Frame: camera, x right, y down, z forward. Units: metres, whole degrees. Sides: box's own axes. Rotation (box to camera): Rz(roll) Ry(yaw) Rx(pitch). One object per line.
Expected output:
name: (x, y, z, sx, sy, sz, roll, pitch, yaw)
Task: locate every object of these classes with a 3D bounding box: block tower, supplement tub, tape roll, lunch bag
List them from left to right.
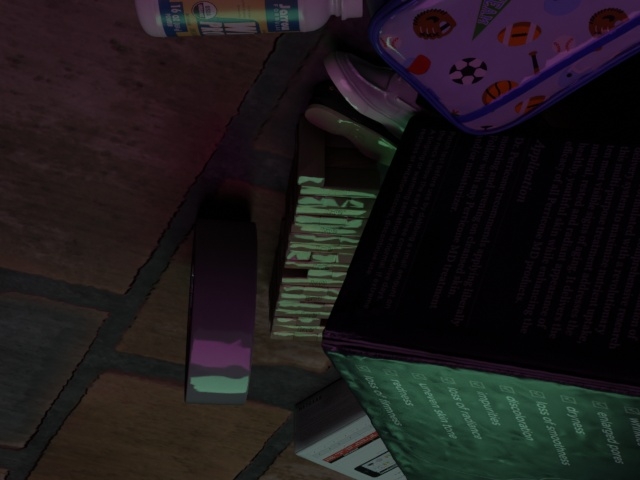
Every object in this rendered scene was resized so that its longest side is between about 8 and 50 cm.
tape roll: (-0.119, 0.084, 1.608, 0.072, 0.219, 0.219, 4, 142, -6)
supplement tub: (-0.064, -0.257, 1.223, 0.200, 0.144, 0.144, -2, 143, 2)
block tower: (0.000, 0.000, 1.608, 0.097, 0.091, 0.335, 2, 143, -6)
lunch bag: (0.208, -0.235, 1.273, 0.303, 0.115, 0.243, -29, 134, 25)

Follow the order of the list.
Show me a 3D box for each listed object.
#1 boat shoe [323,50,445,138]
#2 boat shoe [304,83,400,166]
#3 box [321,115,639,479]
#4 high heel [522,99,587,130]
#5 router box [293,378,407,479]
boat shoe: (0.079, -0.154, 1.432, 0.063, 0.066, 0.184, -37, 130, 24)
boat shoe: (0.047, -0.122, 1.467, 0.133, 0.042, 0.049, 30, 150, -15)
box: (0.323, 0.136, 1.436, 0.472, 0.297, 0.480, 9, 150, 27)
high heel: (0.223, -0.064, 1.526, 0.186, 0.093, 0.261, -24, 143, 24)
router box: (0.180, 0.258, 1.957, 0.301, 0.082, 0.335, 28, 134, -33)
